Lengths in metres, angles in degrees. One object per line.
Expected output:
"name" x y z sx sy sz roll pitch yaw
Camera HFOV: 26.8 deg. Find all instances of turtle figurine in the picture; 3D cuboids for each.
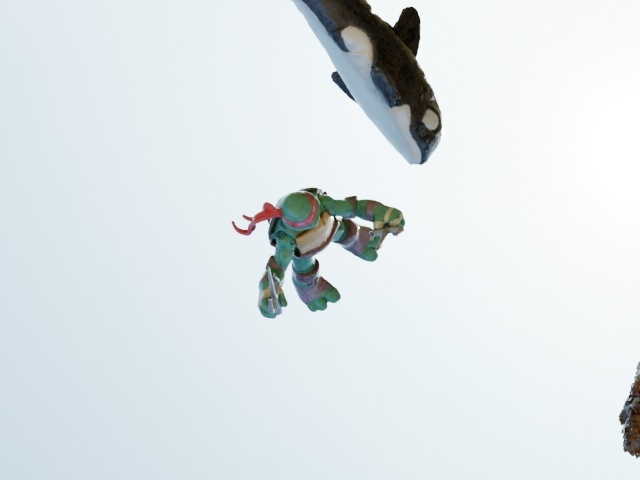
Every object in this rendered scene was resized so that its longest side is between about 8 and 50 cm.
"turtle figurine" 0.000 0.000 1.390 0.118 0.175 0.234 60 -178 16

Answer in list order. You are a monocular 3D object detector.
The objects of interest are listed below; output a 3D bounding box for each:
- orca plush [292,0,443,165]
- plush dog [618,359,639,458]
"orca plush" 0.056 -0.224 1.468 0.287 0.102 0.151 50 169 6
"plush dog" 0.414 0.135 1.331 0.262 0.211 0.225 -17 -174 -37
